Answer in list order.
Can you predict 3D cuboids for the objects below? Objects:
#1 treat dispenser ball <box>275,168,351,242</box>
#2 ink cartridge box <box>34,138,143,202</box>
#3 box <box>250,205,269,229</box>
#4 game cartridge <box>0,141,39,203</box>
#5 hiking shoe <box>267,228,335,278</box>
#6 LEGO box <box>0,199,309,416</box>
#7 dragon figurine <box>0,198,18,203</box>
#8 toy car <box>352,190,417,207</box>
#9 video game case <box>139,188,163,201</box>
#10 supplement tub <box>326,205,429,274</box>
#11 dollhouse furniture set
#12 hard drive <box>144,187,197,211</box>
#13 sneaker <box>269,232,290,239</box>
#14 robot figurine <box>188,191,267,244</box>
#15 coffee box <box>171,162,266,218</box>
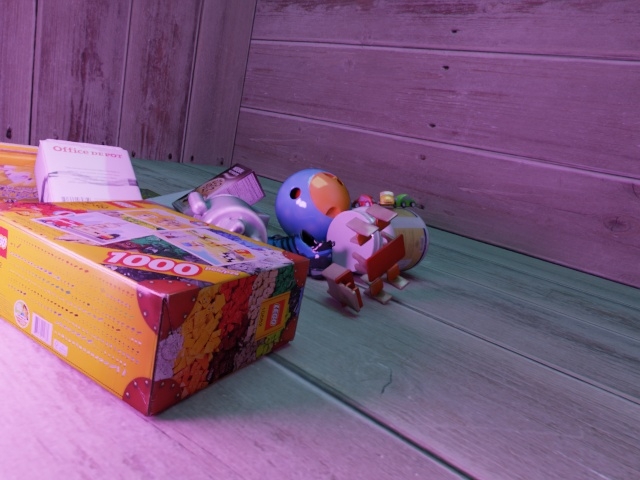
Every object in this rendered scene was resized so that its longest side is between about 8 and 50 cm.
[{"bbox_3d":[-0.026,-0.126,1.677,0.288,0.288,0.288,11,12,-3],"label":"treat dispenser ball"},{"bbox_3d":[-0.609,-0.103,1.187,0.223,0.129,0.308,-1,55,-43],"label":"ink cartridge box"},{"bbox_3d":[-0.291,-0.073,1.730,0.103,0.114,0.203,4,15,-32],"label":"box"},{"bbox_3d":[-0.865,-0.164,1.297,0.285,0.323,0.053,-1,62,-44],"label":"game cartridge"},{"bbox_3d":[-0.078,0.020,1.476,0.304,0.132,0.113,19,14,30],"label":"hiking shoe"},{"bbox_3d":[-0.336,0.073,0.860,0.500,0.193,0.372,18,14,26],"label":"LEGO box"},{"bbox_3d":[-0.787,-0.026,1.124,0.085,0.144,0.289,5,-5,-15],"label":"dragon figurine"},{"bbox_3d":[0.261,-0.150,1.665,0.224,0.053,0.239,-1,1,-27],"label":"toy car"},{"bbox_3d":[-0.826,-0.193,1.953,0.248,0.035,0.274,-1,17,-45],"label":"video game case"},{"bbox_3d":[0.207,0.000,1.586,0.331,0.241,0.241,-1,18,-46],"label":"supplement tub"},{"bbox_3d":[0.145,0.076,1.235,0.259,0.262,0.135,-35,38,-25],"label":"dollhouse furniture set"},{"bbox_3d":[-0.547,-0.171,1.904,0.210,0.040,0.318,16,24,32],"label":"hard drive"},{"bbox_3d":[-0.140,0.007,1.671,0.135,0.052,0.058,-1,22,-43],"label":"sneaker"},{"bbox_3d":[-0.279,-0.028,1.345,0.300,0.199,0.353,50,-4,-25],"label":"robot figurine"},{"bbox_3d":[-0.375,-0.153,1.649,0.297,0.119,0.168,-36,32,-18],"label":"coffee box"}]
